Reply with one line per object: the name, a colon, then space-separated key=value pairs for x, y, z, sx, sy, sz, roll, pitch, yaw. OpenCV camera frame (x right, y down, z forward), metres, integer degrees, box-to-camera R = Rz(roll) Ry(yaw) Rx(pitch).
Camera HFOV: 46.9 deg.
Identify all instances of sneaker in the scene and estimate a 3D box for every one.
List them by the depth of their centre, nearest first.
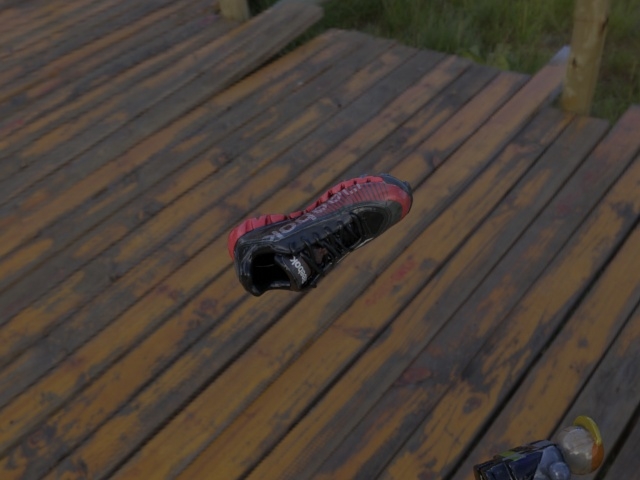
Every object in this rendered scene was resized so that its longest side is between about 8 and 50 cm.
sneaker: x=0.000 y=0.000 z=1.000 sx=0.276 sy=0.098 sz=0.135 roll=-21 pitch=33 yaw=12

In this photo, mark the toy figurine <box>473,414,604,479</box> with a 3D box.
toy figurine: x=0.255 y=0.308 z=0.728 sx=0.148 sy=0.210 sz=0.213 roll=-16 pitch=37 yaw=-8
